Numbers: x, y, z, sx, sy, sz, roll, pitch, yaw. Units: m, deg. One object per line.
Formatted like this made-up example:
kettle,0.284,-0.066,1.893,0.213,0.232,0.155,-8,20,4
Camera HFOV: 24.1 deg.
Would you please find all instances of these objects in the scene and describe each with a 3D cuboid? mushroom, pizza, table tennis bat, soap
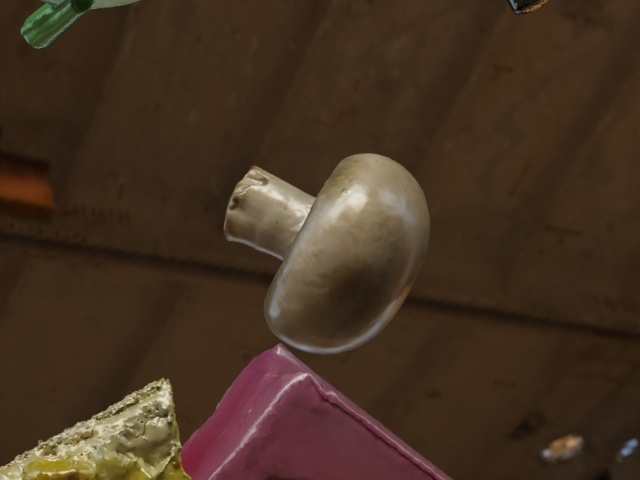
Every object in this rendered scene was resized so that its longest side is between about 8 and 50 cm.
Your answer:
mushroom,0.000,0.000,1.432,0.204,0.204,0.204,-9,-43,-9
pizza,-0.097,0.108,0.666,0.123,0.026,0.108,26,-96,-11
table tennis bat,-0.243,-0.262,1.563,0.160,0.039,0.257,-3,-14,-38
soap,0.038,0.271,1.058,0.359,0.128,0.233,39,-94,-14

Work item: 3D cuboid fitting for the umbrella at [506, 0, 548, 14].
umbrella,0.146,-0.343,1.441,0.122,0.272,0.110,-28,-10,11
